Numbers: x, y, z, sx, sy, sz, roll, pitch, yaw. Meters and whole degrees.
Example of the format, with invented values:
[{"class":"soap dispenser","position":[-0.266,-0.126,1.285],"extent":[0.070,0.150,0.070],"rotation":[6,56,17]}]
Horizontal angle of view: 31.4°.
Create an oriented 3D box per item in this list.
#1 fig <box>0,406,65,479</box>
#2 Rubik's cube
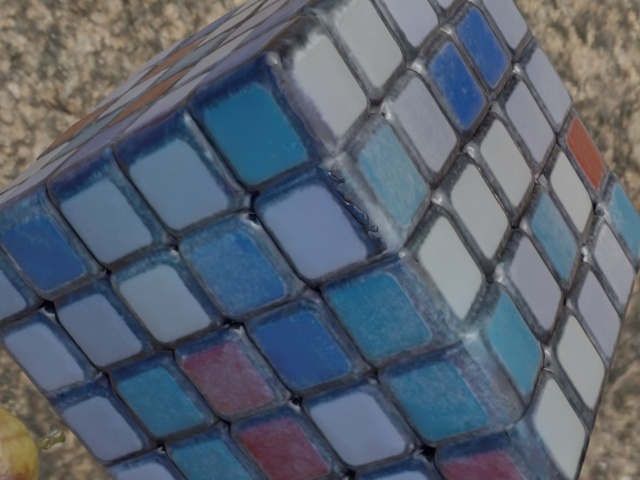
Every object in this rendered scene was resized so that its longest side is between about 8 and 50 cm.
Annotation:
[{"class":"fig","position":[-0.352,0.237,1.249],"extent":[0.160,0.230,0.143],"rotation":[55,134,17]},{"class":"Rubik's cube","position":[0.000,0.000,0.721],"extent":[0.286,0.293,0.292],"rotation":[-23,112,35]}]
